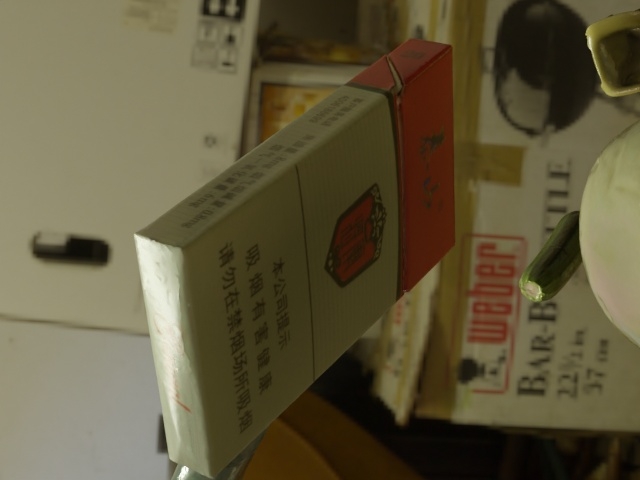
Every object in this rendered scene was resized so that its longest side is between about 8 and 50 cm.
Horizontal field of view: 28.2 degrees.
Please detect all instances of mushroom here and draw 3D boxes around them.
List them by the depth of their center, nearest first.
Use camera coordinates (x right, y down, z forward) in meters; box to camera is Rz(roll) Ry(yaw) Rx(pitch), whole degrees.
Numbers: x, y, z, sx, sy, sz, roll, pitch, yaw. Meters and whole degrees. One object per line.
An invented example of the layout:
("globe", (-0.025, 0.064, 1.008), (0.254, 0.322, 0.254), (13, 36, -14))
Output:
("mushroom", (0.439, -0.022, 1.513), (0.356, 0.315, 0.315), (-69, -12, -66))

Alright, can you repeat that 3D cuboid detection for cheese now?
("cheese", (0.359, -0.204, 1.297), (0.036, 0.162, 0.086), (-58, -50, -61))

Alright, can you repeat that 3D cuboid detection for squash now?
("squash", (0.363, 0.023, 1.928), (0.229, 0.066, 0.066), (-43, -28, -47))

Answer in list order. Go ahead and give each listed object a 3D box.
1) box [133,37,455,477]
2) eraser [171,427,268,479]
("box", (0.000, 0.000, 0.670), (0.245, 0.035, 0.139), (-38, -45, -44))
("eraser", (-0.148, 0.317, 1.614), (0.227, 0.081, 0.174), (-66, -4, 27))
